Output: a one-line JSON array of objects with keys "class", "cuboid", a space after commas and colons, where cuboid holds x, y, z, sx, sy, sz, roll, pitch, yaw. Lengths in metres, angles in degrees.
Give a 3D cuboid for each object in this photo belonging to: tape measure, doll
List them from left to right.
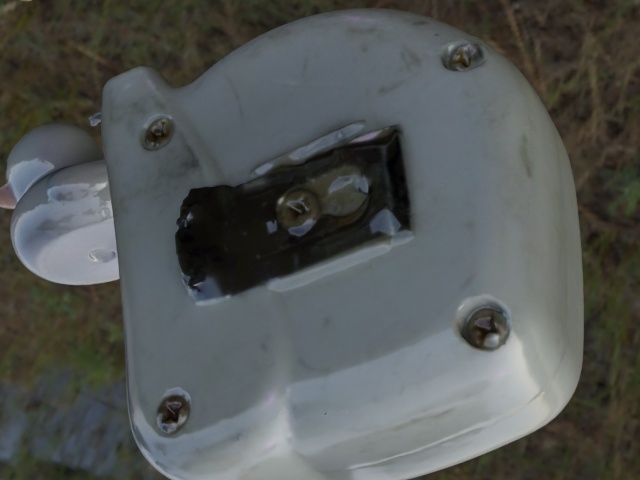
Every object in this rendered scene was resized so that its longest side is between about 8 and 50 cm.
[{"class": "doll", "cuboid": [-0.306, -0.063, 1.795, 0.251, 0.221, 0.221, -14, 144, 4]}, {"class": "tape measure", "cuboid": [0.000, 0.000, 0.720, 0.265, 0.258, 0.130, -23, 144, 18]}]
